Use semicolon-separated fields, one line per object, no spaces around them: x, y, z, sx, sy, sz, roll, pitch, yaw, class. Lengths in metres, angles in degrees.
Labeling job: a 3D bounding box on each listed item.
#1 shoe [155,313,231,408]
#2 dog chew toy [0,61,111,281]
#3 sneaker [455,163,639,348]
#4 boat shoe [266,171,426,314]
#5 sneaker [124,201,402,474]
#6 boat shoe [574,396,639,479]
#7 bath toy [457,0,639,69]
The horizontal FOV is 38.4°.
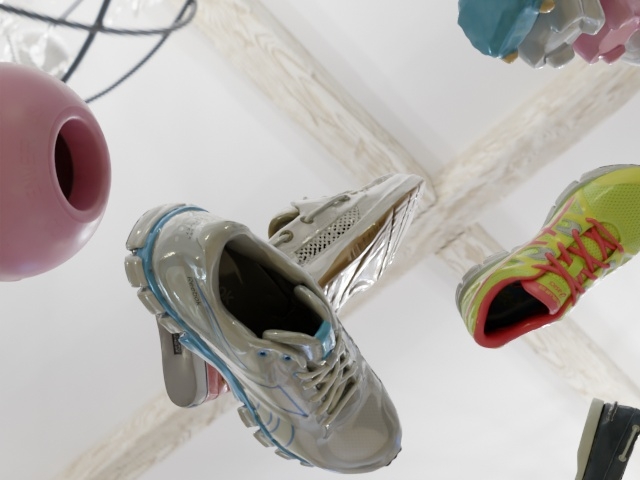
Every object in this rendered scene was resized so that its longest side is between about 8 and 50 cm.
-0.117;0.074;0.923;0.063;0.081;0.177;-2;-87;38;shoe
-0.376;-0.060;0.888;0.332;0.206;0.206;-3;-56;17;dog chew toy
0.200;0.023;0.752;0.081;0.094;0.208;43;-67;-8;sneaker
0.000;0.000;0.775;0.096;0.277;0.098;28;-54;18;boat shoe
-0.013;0.058;0.454;0.190;0.083;0.071;47;-115;-26;sneaker
0.349;0.325;1.142;0.079;0.095;0.254;12;-93;23;boat shoe
0.278;-0.265;0.958;0.348;0.129;0.151;-7;-36;-44;bath toy
